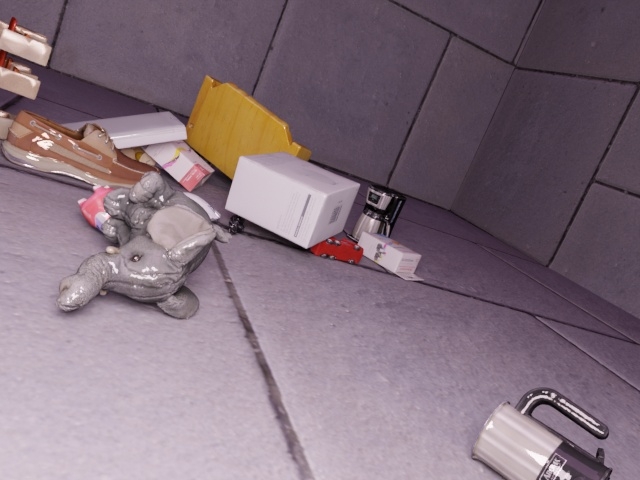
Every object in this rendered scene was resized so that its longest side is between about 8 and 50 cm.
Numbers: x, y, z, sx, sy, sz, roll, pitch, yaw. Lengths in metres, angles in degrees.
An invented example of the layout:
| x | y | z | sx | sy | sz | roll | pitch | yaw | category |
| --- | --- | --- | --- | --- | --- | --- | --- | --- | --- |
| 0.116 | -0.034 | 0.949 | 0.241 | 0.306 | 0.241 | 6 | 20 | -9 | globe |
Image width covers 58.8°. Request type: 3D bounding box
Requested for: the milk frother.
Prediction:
| x | y | z | sx | sy | sz | roll | pitch | yaw | category |
| --- | --- | --- | --- | --- | --- | --- | --- | --- | --- |
| 0.279 | 0.268 | 0.698 | 0.135 | 0.129 | 0.143 | 32 | -27 | 36 | milk frother |

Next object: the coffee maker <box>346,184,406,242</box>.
| x | y | z | sx | sy | sz | roll | pitch | yaw | category |
| --- | --- | --- | --- | --- | --- | --- | --- | --- | --- |
| 0.175 | -0.074 | 1.723 | 0.120 | 0.178 | 0.171 | 25 | 13 | 11 | coffee maker |

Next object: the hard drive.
| x | y | z | sx | sy | sz | roll | pitch | yaw | category |
| --- | --- | --- | --- | --- | --- | --- | --- | --- | --- |
| -0.501 | -0.261 | 1.380 | 0.308 | 0.040 | 0.203 | -13 | 27 | -22 | hard drive |

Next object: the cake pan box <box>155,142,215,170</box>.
| x | y | z | sx | sy | sz | roll | pitch | yaw | category |
| --- | --- | --- | --- | --- | --- | --- | --- | --- | --- |
| -0.463 | -0.266 | 1.709 | 0.267 | 0.070 | 0.246 | 25 | 15 | 7 | cake pan box |

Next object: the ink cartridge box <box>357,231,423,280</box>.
| x | y | z | sx | sy | sz | roll | pitch | yaw | category |
| --- | --- | --- | --- | --- | --- | --- | --- | --- | --- |
| 0.199 | 0.042 | 1.546 | 0.181 | 0.061 | 0.104 | 32 | 16 | 35 | ink cartridge box |

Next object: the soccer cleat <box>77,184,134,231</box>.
| x | y | z | sx | sy | sz | roll | pitch | yaw | category |
| --- | --- | --- | --- | --- | --- | --- | --- | --- | --- |
| -0.336 | -0.049 | 1.026 | 0.095 | 0.083 | 0.248 | 53 | 11 | 3 | soccer cleat |

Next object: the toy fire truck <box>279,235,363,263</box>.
| x | y | z | sx | sy | sz | roll | pitch | yaw | category |
| --- | --- | --- | --- | --- | --- | --- | --- | --- | --- |
| 0.000 | 0.000 | 1.417 | 0.192 | 0.047 | 0.135 | 12 | 16 | -36 | toy fire truck |

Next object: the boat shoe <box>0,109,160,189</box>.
| x | y | z | sx | sy | sz | roll | pitch | yaw | category |
| --- | --- | --- | --- | --- | --- | --- | --- | --- | --- |
| -0.492 | -0.189 | 1.214 | 0.324 | 0.116 | 0.123 | 12 | 16 | -38 | boat shoe |

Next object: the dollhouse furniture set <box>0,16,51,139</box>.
| x | y | z | sx | sy | sz | roll | pitch | yaw | category |
| --- | --- | --- | --- | --- | --- | --- | --- | --- | --- |
| -0.706 | -0.360 | 1.239 | 0.135 | 0.259 | 0.262 | 16 | 13 | -36 | dollhouse furniture set |

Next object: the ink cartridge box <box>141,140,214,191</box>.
| x | y | z | sx | sy | sz | roll | pitch | yaw | category |
| --- | --- | --- | --- | --- | --- | --- | --- | --- | --- |
| -0.388 | -0.227 | 1.515 | 0.198 | 0.067 | 0.115 | 43 | 11 | -7 | ink cartridge box |

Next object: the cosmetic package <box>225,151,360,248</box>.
| x | y | z | sx | sy | sz | roll | pitch | yaw | category |
| --- | --- | --- | --- | --- | --- | --- | --- | --- | --- |
| -0.062 | -0.104 | 1.336 | 0.225 | 0.138 | 0.224 | 27 | 20 | 17 | cosmetic package |

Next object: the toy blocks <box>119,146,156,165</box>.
| x | y | z | sx | sy | sz | roll | pitch | yaw | category |
| --- | --- | --- | --- | --- | --- | --- | --- | --- | --- |
| -0.532 | -0.243 | 1.520 | 0.148 | 0.054 | 0.123 | 30 | 14 | 32 | toy blocks |

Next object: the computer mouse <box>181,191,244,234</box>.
| x | y | z | sx | sy | sz | roll | pitch | yaw | category |
| --- | --- | --- | --- | --- | --- | --- | --- | --- | --- |
| -0.261 | -0.070 | 1.279 | 0.193 | 0.042 | 0.106 | 22 | 13 | 1 | computer mouse |

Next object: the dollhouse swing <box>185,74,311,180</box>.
| x | y | z | sx | sy | sz | roll | pitch | yaw | category |
| --- | --- | --- | --- | --- | --- | --- | --- | --- | --- |
| -0.176 | -0.306 | 1.739 | 0.347 | 0.315 | 0.305 | 39 | 34 | 11 | dollhouse swing |

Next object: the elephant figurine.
| x | y | z | sx | sy | sz | roll | pitch | yaw | category |
| --- | --- | --- | --- | --- | --- | --- | --- | --- | --- |
| -0.219 | 0.029 | 0.761 | 0.169 | 0.186 | 0.239 | 66 | -3 | -36 | elephant figurine |
